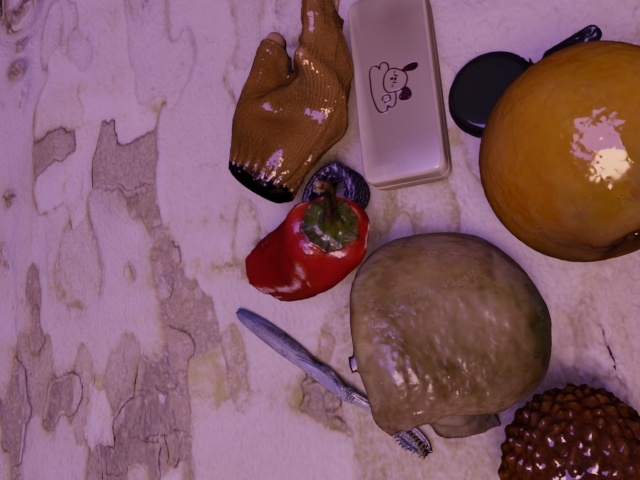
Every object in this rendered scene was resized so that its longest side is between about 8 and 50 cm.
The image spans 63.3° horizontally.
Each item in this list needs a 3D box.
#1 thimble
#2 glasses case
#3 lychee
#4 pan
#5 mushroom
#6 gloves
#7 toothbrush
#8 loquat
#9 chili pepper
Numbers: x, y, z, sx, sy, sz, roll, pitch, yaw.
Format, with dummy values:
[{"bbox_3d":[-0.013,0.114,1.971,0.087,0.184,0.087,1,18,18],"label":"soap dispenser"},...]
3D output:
[{"bbox_3d":[0.027,-0.073,0.872,0.095,0.066,0.104,41,105,24],"label":"thimble"},{"bbox_3d":[0.126,-0.244,0.837,0.131,0.070,0.312,-8,82,25],"label":"glasses case"},{"bbox_3d":[0.317,0.296,0.629,0.200,0.200,0.238,14,84,26],"label":"lychee"},{"bbox_3d":[0.301,-0.249,0.777,0.235,0.028,0.136,-31,73,20],"label":"pan"},{"bbox_3d":[0.168,0.130,0.687,0.212,0.218,0.291,-6,87,45],"label":"mushroom"},{"bbox_3d":[-0.039,-0.237,0.864,0.203,0.156,0.356,24,98,45],"label":"gloves"},{"bbox_3d":[0.006,0.225,0.869,0.414,0.042,0.035,30,98,27],"label":"toothbrush"},{"bbox_3d":[0.327,-0.113,0.628,0.275,0.275,0.274,-3,84,25],"label":"loquat"},{"bbox_3d":[0.005,-0.001,0.752,0.131,0.134,0.338,48,149,-3],"label":"chili pepper"}]
